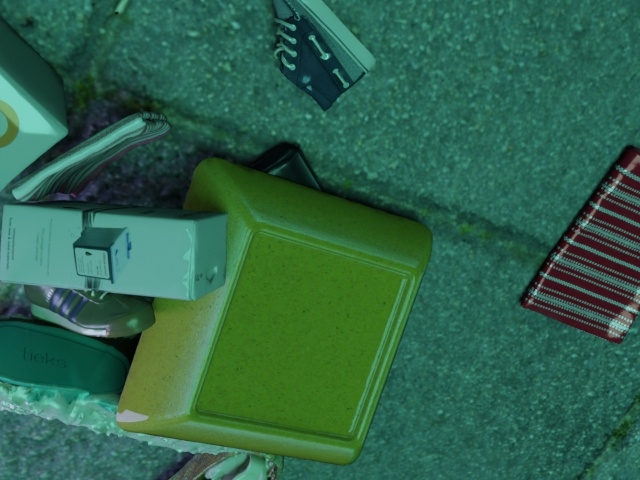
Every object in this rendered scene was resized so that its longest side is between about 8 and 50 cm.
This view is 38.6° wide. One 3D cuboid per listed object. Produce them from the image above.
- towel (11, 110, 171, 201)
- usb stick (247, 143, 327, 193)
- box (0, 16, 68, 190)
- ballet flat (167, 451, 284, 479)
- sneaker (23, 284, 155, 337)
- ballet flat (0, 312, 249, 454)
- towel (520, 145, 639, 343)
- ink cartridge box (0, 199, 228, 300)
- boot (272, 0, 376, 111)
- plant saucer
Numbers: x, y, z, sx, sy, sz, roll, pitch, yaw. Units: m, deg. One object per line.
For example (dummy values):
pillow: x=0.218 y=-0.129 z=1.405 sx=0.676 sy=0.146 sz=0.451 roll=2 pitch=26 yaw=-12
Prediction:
towel: x=-0.227 y=-0.086 z=0.945 sx=0.144 sy=0.197 sz=0.029 roll=-32 pitch=96 yaw=2
usb stick: x=0.000 y=0.000 z=1.145 sx=0.077 sy=0.045 sz=0.278 roll=-36 pitch=122 yaw=-5
box: x=-0.434 y=-0.178 z=0.839 sx=0.215 sy=0.168 sz=0.345 roll=-38 pitch=121 yaw=6
ballet flat: x=-0.172 y=0.377 z=1.260 sx=0.123 sy=0.123 sz=0.348 roll=34 pitch=104 yaw=-30
sneaker: x=-0.271 y=0.051 z=1.025 sx=0.064 sy=0.192 sz=0.086 roll=-36 pitch=123 yaw=-45
ballet flat: x=-0.244 y=0.187 z=1.144 sx=0.409 sy=0.147 sz=0.147 roll=19 pitch=111 yaw=-22
towel: x=0.431 y=0.015 z=1.296 sx=0.199 sy=0.031 sz=0.274 roll=22 pitch=110 yaw=-26
ink cartridge box: x=-0.201 y=0.006 z=0.921 sx=0.191 sy=0.139 sz=0.082 roll=3 pitch=95 yaw=7
boot: x=-0.025 y=-0.224 z=0.997 sx=0.086 sy=0.069 sz=0.190 roll=-46 pitch=123 yaw=7
plant saucer: x=-0.030 y=0.107 z=1.072 sx=0.333 sy=0.081 sz=0.332 roll=16 pitch=94 yaw=-28
